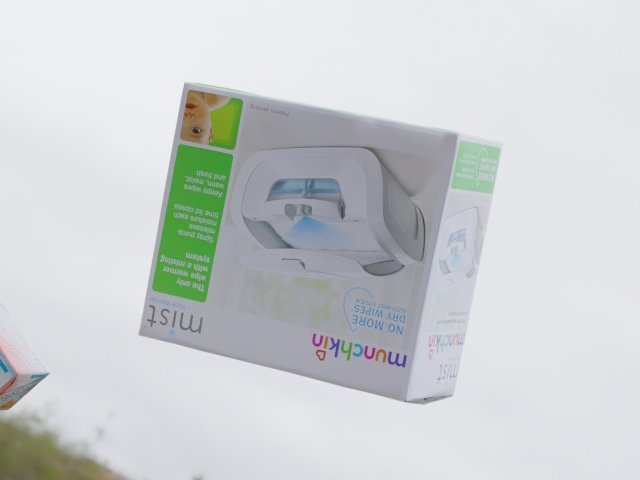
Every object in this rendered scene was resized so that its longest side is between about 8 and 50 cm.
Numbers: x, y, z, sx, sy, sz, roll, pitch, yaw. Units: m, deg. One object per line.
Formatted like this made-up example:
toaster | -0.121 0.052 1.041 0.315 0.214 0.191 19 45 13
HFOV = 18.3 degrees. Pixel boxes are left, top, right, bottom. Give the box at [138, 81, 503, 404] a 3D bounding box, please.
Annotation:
box | 0.000 0.000 1.715 0.262 0.231 0.127 13 4 24

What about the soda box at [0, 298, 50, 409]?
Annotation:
soda box | -0.325 0.067 1.800 0.183 0.058 0.063 54 16 15
